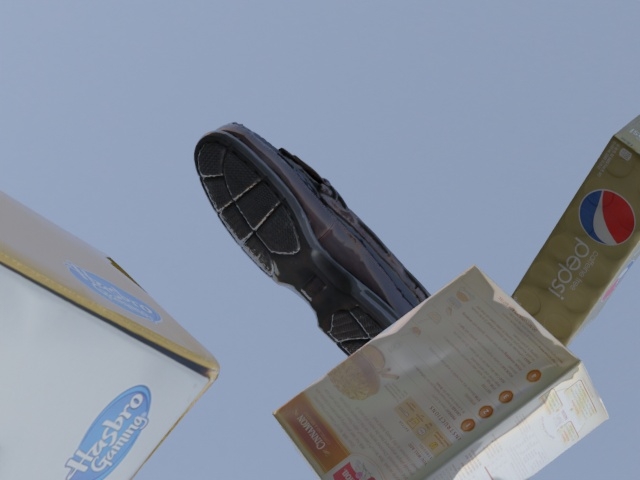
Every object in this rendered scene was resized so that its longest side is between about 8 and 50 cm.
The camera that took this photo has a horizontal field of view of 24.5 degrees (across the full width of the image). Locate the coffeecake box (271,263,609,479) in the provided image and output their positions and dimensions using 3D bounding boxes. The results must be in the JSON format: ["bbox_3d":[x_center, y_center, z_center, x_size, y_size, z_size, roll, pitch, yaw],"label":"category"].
[{"bbox_3d":[0.080,0.122,1.030,0.185,0.068,0.142,-36,-142,-6],"label":"coffeecake box"}]

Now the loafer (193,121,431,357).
[{"bbox_3d":[0.000,0.000,1.444,0.302,0.095,0.109,49,-40,-4],"label":"loafer"}]

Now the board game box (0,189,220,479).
[{"bbox_3d":[-0.197,0.047,0.268,0.242,0.316,0.064,-51,-131,1],"label":"board game box"}]

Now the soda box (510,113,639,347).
[{"bbox_3d":[0.215,-0.005,1.126,0.061,0.058,0.181,38,-52,14],"label":"soda box"}]
